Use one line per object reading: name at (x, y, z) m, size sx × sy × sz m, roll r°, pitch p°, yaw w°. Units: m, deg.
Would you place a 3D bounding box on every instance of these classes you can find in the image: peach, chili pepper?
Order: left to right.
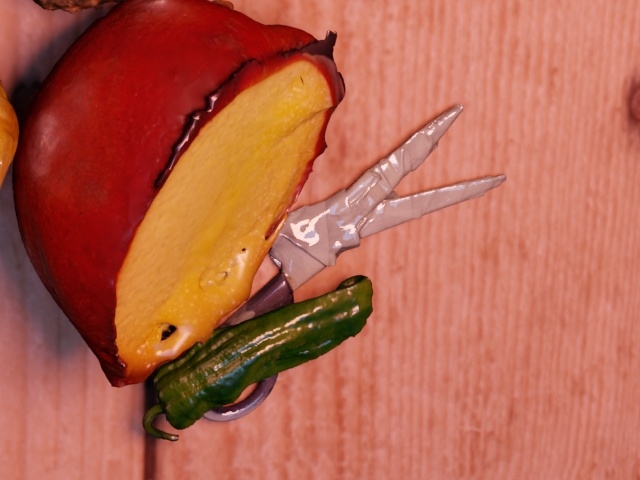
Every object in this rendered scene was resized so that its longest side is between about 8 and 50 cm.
peach at (-0.153, -0.061, 1.656) m, size 0.257 × 0.201 × 0.362 m, roll 5°, pitch 112°, yaw -61°
chili pepper at (-0.060, 0.109, 1.786) m, size 0.257 × 0.100 × 0.074 m, roll -24°, pitch 79°, yaw -2°

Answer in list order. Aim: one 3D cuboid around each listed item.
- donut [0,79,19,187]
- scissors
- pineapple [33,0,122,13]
donut at (-0.353, -0.034, 1.617) m, size 0.128 × 0.208 × 0.261 m, roll 19°, pitch 99°, yaw -19°
scissors at (0.000, 0.000, 1.818) m, size 0.383 × 0.029 × 0.256 m, roll -29°, pitch 114°, yaw -4°
pineapple at (-0.167, -0.262, 1.650) m, size 0.197 × 0.108 × 0.108 m, roll -15°, pitch 113°, yaw -24°
